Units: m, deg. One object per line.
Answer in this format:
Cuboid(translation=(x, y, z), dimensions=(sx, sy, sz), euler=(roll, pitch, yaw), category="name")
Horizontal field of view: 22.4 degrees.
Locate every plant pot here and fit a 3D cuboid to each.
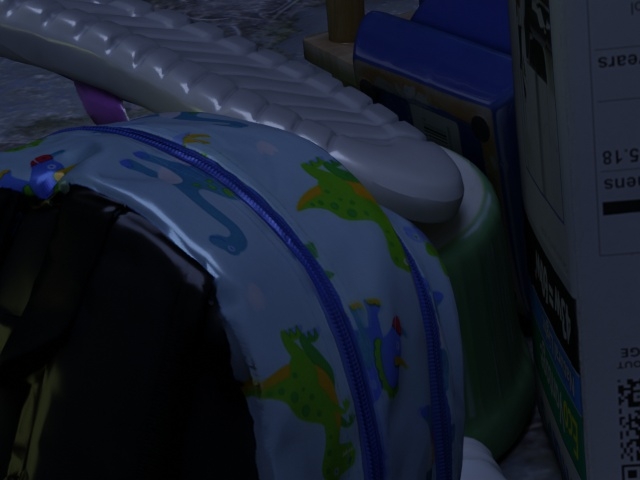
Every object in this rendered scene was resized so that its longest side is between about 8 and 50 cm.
Cuboid(translation=(0.165, -0.083, 1.189), dimensions=(0.212, 0.236, 0.236), euler=(-26, 32, -25), category="plant pot")

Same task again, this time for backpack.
Cuboid(translation=(-0.074, 0.124, 0.661), dimensions=(0.290, 0.355, 0.273), euler=(14, 31, 37), category="backpack")

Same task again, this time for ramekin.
Cuboid(translation=(-0.014, 0.041, 1.058), dimensions=(0.303, 0.148, 0.303), euler=(-5, 26, 2), category="ramekin")

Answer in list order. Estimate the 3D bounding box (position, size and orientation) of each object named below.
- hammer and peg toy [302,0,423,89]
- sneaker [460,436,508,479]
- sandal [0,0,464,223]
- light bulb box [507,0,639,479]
Cuboid(translation=(0.192, -0.191, 1.523), dimensions=(0.361, 0.127, 0.266), euler=(-17, 26, -23), category="hammer and peg toy")
Cuboid(translation=(0.021, 0.171, 0.875), dimensions=(0.212, 0.080, 0.094), euler=(-15, 39, -21), category="sneaker")
Cuboid(translation=(-0.092, -0.080, 1.042), dimensions=(0.416, 0.102, 0.169), euler=(26, 21, 26), category="sandal")
Cuboid(translation=(0.293, -0.036, 0.882), dimensions=(0.358, 0.361, 0.225), euler=(-5, 17, 2), category="light bulb box")
